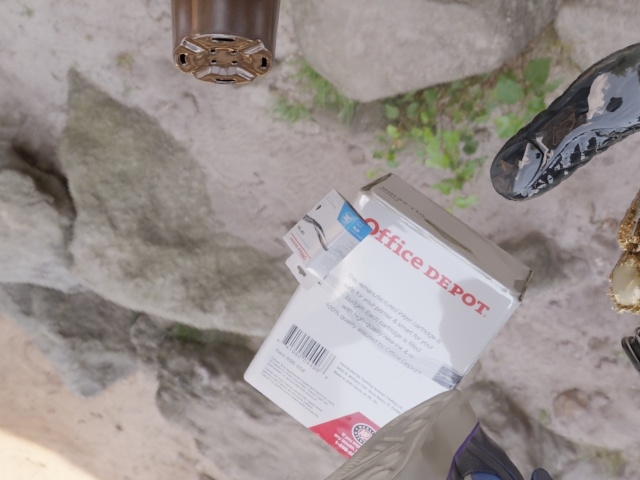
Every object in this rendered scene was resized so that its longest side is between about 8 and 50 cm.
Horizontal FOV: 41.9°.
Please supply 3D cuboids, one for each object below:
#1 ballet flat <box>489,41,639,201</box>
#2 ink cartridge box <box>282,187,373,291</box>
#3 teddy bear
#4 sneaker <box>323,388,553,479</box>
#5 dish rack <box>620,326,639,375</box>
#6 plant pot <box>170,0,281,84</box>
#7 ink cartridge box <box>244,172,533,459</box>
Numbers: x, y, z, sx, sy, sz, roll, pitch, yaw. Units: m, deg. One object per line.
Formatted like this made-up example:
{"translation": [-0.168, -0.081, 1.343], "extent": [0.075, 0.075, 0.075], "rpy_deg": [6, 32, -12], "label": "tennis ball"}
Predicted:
{"translation": [0.194, -0.088, 0.599], "extent": [0.173, 0.049, 0.058], "rpy_deg": [-35, 79, 28], "label": "ballet flat"}
{"translation": [0.000, 0.000, 0.757], "extent": [0.028, 0.083, 0.048], "rpy_deg": [38, -170, -48], "label": "ink cartridge box"}
{"translation": [0.497, -0.038, 1.149], "extent": [0.113, 0.338, 0.245], "rpy_deg": [27, 129, 7], "label": "teddy bear"}
{"translation": [0.092, 0.272, 0.631], "extent": [0.130, 0.322, 0.236], "rpy_deg": [-30, 87, 31], "label": "sneaker"}
{"translation": [0.353, 0.141, 0.545], "extent": [0.271, 0.208, 0.074], "rpy_deg": [24, 115, -16], "label": "dish rack"}
{"translation": [-0.119, -0.295, 1.040], "extent": [0.166, 0.165, 0.167], "rpy_deg": [0, 164, 0], "label": "plant pot"}
{"translation": [0.072, 0.092, 0.919], "extent": [0.197, 0.114, 0.273], "rpy_deg": [36, 115, 9], "label": "ink cartridge box"}
